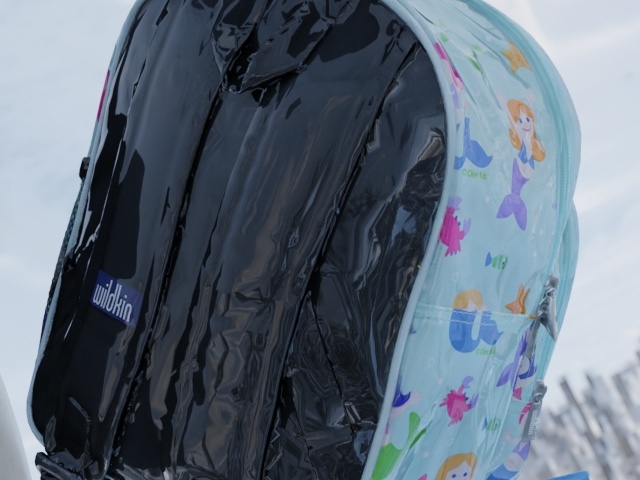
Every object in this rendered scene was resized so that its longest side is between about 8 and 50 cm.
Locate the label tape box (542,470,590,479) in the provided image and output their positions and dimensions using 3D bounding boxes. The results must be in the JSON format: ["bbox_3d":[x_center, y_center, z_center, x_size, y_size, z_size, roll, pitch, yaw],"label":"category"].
[{"bbox_3d":[0.072,0.319,0.942,0.241,0.333,0.106,-15,178,9],"label":"label tape box"}]

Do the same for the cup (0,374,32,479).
[{"bbox_3d":[-0.326,0.036,0.875,0.331,0.237,0.331,-8,-177,0],"label":"cup"}]

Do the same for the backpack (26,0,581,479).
[{"bbox_3d":[0.000,0.000,0.774,0.225,0.253,0.191,22,-163,39],"label":"backpack"}]
